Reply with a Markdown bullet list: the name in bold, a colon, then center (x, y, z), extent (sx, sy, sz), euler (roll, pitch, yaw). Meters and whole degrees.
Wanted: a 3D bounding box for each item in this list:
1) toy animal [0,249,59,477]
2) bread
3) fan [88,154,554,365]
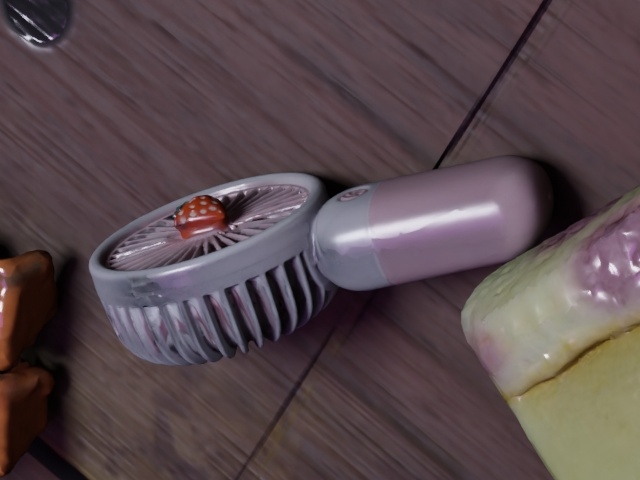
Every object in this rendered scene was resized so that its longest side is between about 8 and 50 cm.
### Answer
- **toy animal**: center (-0.307, 0.051, 1.158), extent (0.281, 0.169, 0.195), euler (19, 116, 23)
- **bread**: center (0.241, 0.015, 0.815), extent (0.338, 0.155, 0.187), euler (-36, 81, 39)
- **fan**: center (0.000, 0.000, 0.987), extent (0.244, 0.130, 0.074), euler (-12, 107, 21)
